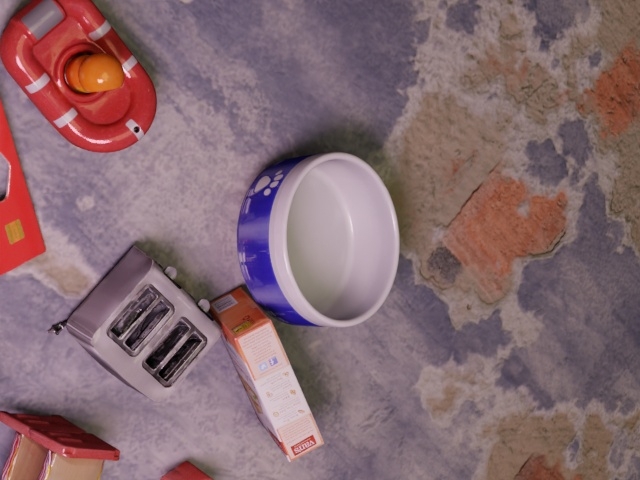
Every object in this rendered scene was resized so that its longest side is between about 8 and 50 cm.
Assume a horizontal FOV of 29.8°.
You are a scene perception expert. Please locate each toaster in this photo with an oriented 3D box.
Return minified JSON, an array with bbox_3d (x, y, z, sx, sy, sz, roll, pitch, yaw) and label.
[{"bbox_3d":[-0.260,0.126,1.741,0.185,0.110,0.168,-49,120,-14],"label":"toaster"}]

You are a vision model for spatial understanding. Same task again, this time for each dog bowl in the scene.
[{"bbox_3d":[0.000,0.000,1.835,0.265,0.104,0.264,3,86,-47],"label":"dog bowl"}]

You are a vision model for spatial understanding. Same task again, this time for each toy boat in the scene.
[{"bbox_3d":[-0.309,-0.221,1.609,0.151,0.151,0.231,-46,120,-16],"label":"toy boat"}]

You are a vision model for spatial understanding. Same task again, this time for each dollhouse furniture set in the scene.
[{"bbox_3d":[-0.315,0.384,1.767,0.374,0.152,0.201,20,89,-51],"label":"dollhouse furniture set"}]

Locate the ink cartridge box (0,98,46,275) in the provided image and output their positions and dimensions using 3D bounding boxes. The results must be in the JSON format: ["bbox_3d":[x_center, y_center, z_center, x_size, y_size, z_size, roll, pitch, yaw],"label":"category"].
[{"bbox_3d":[-0.482,-0.049,1.540,0.261,0.066,0.296,-31,124,-33],"label":"ink cartridge box"}]

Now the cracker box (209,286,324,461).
[{"bbox_3d":[-0.085,0.203,1.837,0.067,0.156,0.232,-28,114,-12],"label":"cracker box"}]
